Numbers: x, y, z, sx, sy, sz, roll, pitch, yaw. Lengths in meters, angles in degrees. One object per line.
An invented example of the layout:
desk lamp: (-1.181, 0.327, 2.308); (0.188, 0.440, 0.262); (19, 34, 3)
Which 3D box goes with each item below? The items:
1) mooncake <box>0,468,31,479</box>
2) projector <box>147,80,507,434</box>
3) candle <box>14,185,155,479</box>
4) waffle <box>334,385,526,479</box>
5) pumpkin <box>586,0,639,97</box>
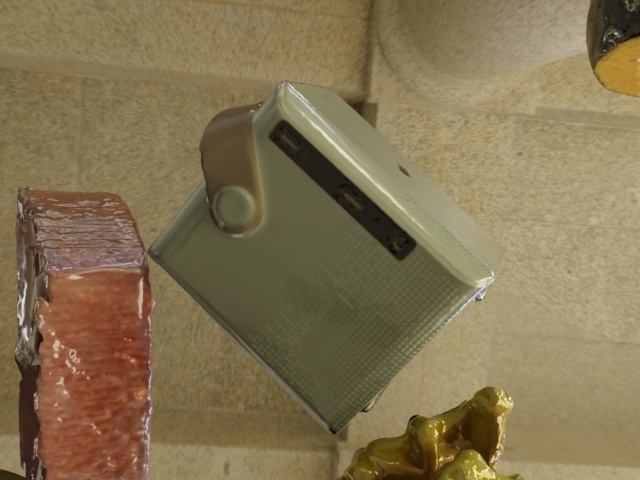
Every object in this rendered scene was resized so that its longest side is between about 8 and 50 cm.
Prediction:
mooncake: (-0.254, 0.280, 0.427); (0.156, 0.285, 0.284); (14, -84, -49)
projector: (0.000, 0.000, 0.572); (0.242, 0.163, 0.177); (44, -72, 6)
candle: (-0.211, 0.076, 0.666); (0.132, 0.287, 0.316); (-3, -115, -24)
waffle: (0.130, 0.279, 0.555); (0.324, 0.151, 0.261); (41, -78, -18)
pumpkin: (0.399, -0.208, 0.615); (0.318, 0.222, 0.139); (8, -101, 11)
